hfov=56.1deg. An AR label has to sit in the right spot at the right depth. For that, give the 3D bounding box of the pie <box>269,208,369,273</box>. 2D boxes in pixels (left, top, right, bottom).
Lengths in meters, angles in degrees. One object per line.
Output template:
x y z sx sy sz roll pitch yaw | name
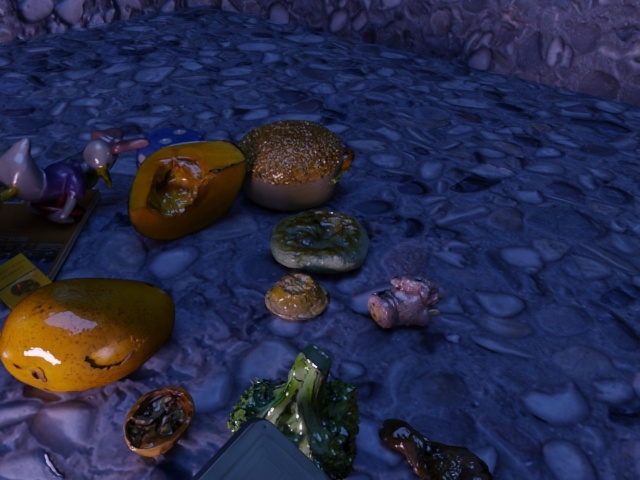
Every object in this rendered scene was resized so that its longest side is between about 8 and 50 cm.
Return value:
0.000 0.000 1.325 0.240 0.054 0.240 2 31 -1 | pie

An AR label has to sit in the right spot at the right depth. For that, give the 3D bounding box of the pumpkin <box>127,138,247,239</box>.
-0.326 -0.114 1.375 0.312 0.148 0.169 -29 49 -32 | pumpkin

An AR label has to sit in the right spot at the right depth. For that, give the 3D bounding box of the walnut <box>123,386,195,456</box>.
-0.235 0.274 0.884 0.091 0.052 0.121 18 38 18 | walnut

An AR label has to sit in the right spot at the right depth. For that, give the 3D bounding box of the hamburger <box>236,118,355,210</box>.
-0.076 -0.203 1.514 0.294 0.179 0.276 -19 40 -31 | hamburger

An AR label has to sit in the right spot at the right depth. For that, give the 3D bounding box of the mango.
-0.363 0.147 0.986 0.290 0.160 0.191 -16 30 -43 | mango

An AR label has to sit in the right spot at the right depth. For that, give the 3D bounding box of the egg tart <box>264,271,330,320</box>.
-0.044 0.103 1.168 0.129 0.049 0.129 2 35 -2 | egg tart

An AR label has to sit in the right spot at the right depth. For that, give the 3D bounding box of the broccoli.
-0.024 0.232 0.843 0.194 0.194 0.220 -20 44 -31 | broccoli

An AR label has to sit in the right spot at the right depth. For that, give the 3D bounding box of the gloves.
0.162 0.111 1.142 0.144 0.094 0.110 -32 35 -31 | gloves

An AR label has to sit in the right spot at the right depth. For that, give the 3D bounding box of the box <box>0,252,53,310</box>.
-0.556 0.091 1.130 0.155 0.023 0.087 34 51 25 | box

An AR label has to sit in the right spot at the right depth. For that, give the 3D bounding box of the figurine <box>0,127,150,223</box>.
-0.587 -0.144 1.319 0.154 0.193 0.421 24 33 35 | figurine

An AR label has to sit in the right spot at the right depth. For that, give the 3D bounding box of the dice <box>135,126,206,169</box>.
-0.366 -0.197 1.510 0.143 0.146 0.146 16 35 22 | dice

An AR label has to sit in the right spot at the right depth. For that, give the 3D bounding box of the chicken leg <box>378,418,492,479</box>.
0.165 0.315 0.857 0.198 0.069 0.085 25 62 40 | chicken leg

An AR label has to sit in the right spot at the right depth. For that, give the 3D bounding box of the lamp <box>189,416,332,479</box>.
-0.050 0.360 0.663 0.266 0.047 0.269 41 33 8 | lamp

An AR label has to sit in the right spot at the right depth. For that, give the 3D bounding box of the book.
-0.665 -0.022 1.320 0.262 0.028 0.374 2 33 -4 | book
